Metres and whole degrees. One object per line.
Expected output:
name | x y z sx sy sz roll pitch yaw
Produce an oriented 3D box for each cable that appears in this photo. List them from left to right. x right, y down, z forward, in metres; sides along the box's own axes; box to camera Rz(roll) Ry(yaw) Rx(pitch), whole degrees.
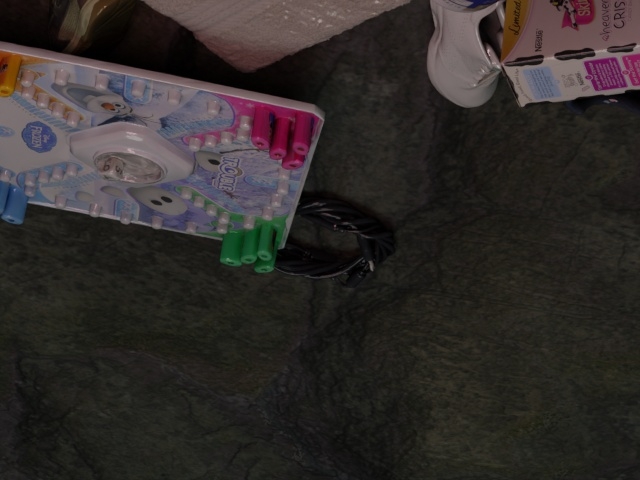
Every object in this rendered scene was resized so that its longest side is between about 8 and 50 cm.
cable | 0.000 0.000 2.219 0.184 0.047 0.150 29 143 -28

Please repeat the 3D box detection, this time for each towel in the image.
towel | -0.042 -0.263 1.811 0.282 0.049 0.187 -22 137 39

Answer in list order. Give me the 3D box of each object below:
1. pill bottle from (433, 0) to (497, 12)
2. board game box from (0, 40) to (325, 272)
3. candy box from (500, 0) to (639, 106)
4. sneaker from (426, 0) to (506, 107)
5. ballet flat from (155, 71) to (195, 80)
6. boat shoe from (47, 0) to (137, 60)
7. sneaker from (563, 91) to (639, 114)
pill bottle | 0.166 -0.283 1.627 0.112 0.112 0.187 21 164 -19
board game box | -0.213 -0.082 2.006 0.390 0.050 0.390 11 157 -4
candy box | 0.294 -0.221 1.695 0.233 0.159 0.071 -7 143 22
sneaker | 0.161 -0.191 1.816 0.094 0.080 0.212 44 164 31
ballet flat | -0.216 -0.151 2.026 0.232 0.080 0.073 6 176 8
boat shoe | -0.247 -0.238 1.880 0.080 0.073 0.223 -29 177 -21
sneaker | 0.371 -0.175 1.784 0.300 0.121 0.111 -3 147 18
